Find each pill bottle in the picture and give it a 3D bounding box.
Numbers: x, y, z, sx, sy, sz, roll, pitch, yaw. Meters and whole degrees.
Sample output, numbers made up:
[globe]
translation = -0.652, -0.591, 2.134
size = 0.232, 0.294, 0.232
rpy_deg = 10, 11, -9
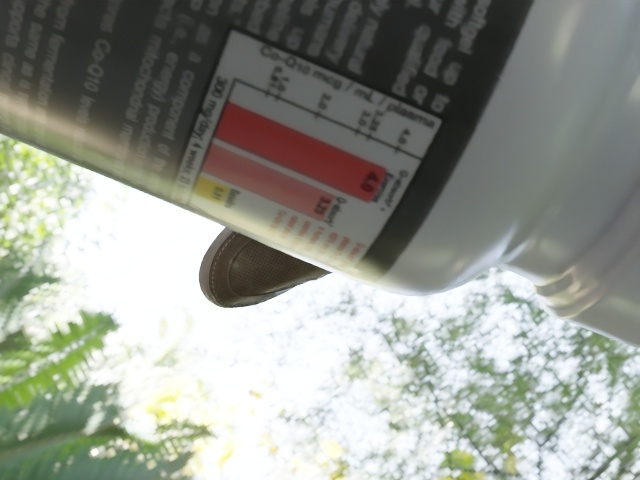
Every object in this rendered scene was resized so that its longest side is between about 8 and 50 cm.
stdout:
[pill bottle]
translation = -0.001, -0.102, 0.463
size = 0.363, 0.210, 0.210
rpy_deg = 23, -44, -5

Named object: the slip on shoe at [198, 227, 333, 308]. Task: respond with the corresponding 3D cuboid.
[slip on shoe]
translation = 0.000, 0.000, 0.629
size = 0.041, 0.135, 0.051
rpy_deg = 34, -39, 56
